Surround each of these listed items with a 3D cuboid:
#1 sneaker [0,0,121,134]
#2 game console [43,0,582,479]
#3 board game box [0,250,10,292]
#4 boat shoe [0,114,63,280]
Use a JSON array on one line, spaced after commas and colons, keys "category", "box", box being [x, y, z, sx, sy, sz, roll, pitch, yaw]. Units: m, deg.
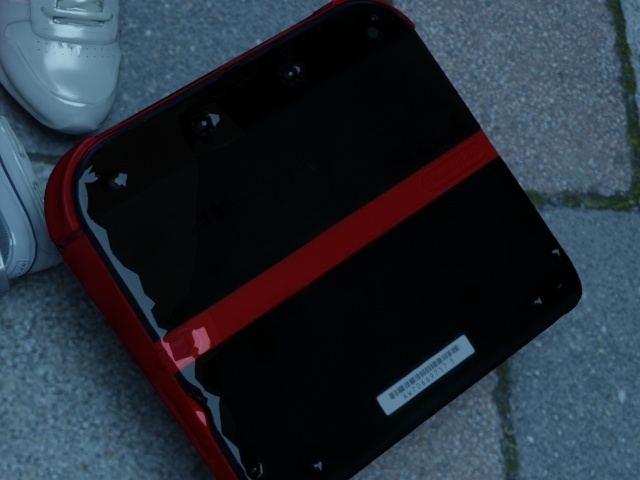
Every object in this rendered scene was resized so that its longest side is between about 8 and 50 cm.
[{"category": "sneaker", "box": [-0.228, -0.243, 1.466, 0.114, 0.152, 0.305, 0, 70, -24]}, {"category": "game console", "box": [0.000, 0.000, 1.398, 0.386, 0.060, 0.342, -33, 91, -29]}, {"category": "board game box", "box": [-0.433, -0.078, 1.318, 0.319, 0.066, 0.318, -12, 73, -10]}, {"category": "boat shoe", "box": [-0.287, -0.065, 1.419, 0.076, 0.083, 0.226, -3, 64, -54]}]
